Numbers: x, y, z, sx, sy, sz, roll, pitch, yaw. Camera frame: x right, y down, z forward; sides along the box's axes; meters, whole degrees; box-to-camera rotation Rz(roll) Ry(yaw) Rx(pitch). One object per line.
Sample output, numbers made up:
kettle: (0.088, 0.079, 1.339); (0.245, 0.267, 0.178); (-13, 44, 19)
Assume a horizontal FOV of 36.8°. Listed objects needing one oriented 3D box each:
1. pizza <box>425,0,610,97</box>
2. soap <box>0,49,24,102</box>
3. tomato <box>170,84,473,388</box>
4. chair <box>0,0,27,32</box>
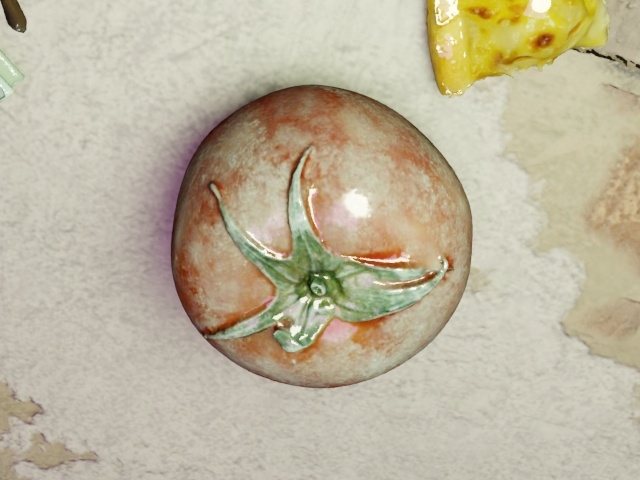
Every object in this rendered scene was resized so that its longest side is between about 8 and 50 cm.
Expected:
pizza: (0.192, -0.253, 0.961); (0.188, 0.080, 0.204); (-11, 118, 9)
soap: (-0.429, -0.213, 1.028); (0.114, 0.063, 0.198); (-30, 115, 18)
tomato: (0.000, 0.000, 1.005); (0.317, 0.282, 0.316); (1, 117, 3)
chair: (-0.348, -0.375, 0.893); (0.160, 0.319, 0.186); (-37, 157, 24)
